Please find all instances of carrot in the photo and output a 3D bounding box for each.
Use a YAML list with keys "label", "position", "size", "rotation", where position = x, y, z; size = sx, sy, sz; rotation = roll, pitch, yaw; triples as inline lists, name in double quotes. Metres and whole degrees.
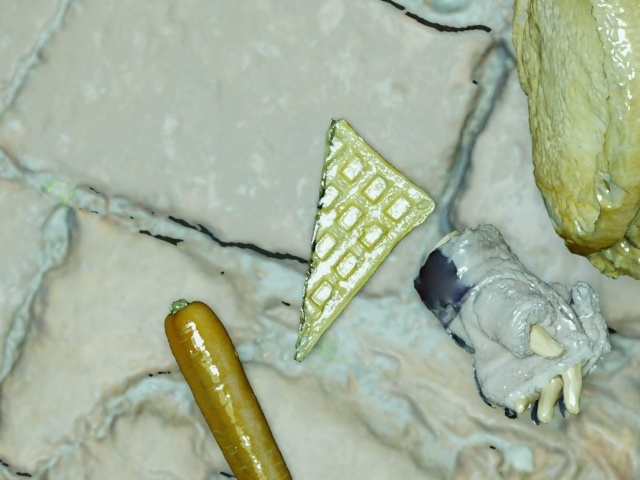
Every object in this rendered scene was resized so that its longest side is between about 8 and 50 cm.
- label: "carrot"
  position: [-0.046, 0.153, 1.229]
  size: [0.043, 0.043, 0.248]
  rotation: [-25, 90, 3]

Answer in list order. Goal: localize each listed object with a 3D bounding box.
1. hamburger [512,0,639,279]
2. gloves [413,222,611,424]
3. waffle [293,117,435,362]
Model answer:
- label: "hamburger"
  position: [0.207, -0.100, 1.115]
  size: [0.146, 0.243, 0.286]
  rotation: [-7, 78, 1]
- label: "gloves"
  position: [0.131, 0.053, 1.193]
  size: [0.094, 0.110, 0.144]
  rotation: [-29, 88, -40]
- label: "waffle"
  position: [0.000, 0.000, 1.237]
  size: [0.097, 0.023, 0.153]
  rotation: [40, 92, 4]
